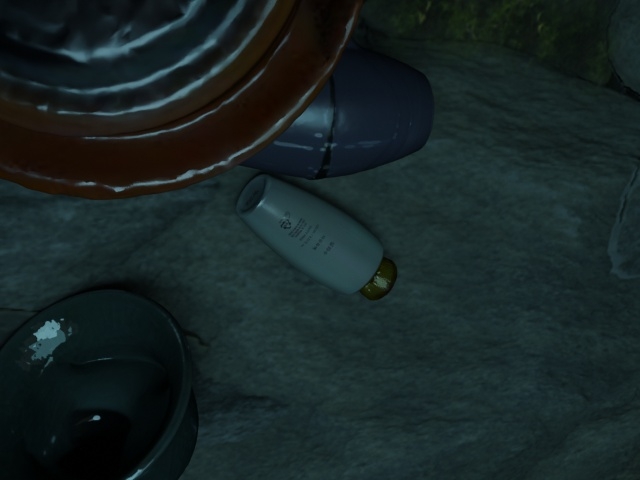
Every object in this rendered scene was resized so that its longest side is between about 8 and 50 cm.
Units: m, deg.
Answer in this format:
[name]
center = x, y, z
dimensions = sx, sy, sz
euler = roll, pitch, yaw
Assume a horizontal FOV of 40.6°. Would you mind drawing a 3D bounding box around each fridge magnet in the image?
[fridge magnet]
center = -0.144, -0.205, 0.552
dimensions = 0.364, 0.155, 0.363
euler = -1, 99, -5

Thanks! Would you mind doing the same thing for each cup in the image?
[cup]
center = -0.182, 0.165, 0.768
dimensions = 0.199, 0.199, 0.150
euler = -33, 143, -8

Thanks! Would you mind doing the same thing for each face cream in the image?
[face cream]
center = 0.000, 0.000, 0.833
dimensions = 0.182, 0.051, 0.072
euler = 33, 97, -34

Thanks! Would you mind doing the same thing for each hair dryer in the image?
[hair dryer]
center = -0.048, -0.227, 0.683
dimensions = 0.301, 0.121, 0.360
euler = 0, 106, -17
